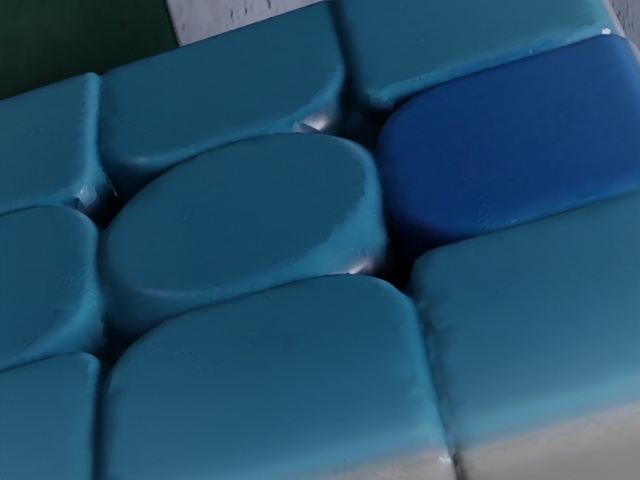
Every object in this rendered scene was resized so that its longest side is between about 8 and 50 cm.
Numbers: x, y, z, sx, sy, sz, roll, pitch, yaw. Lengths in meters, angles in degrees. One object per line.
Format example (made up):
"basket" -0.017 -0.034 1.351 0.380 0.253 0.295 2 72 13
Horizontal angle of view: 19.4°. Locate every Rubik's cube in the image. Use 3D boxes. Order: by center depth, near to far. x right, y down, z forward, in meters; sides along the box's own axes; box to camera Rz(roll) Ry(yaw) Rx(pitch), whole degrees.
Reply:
"Rubik's cube" 0.015 0.104 0.671 0.290 0.292 0.291 -98 169 -57
